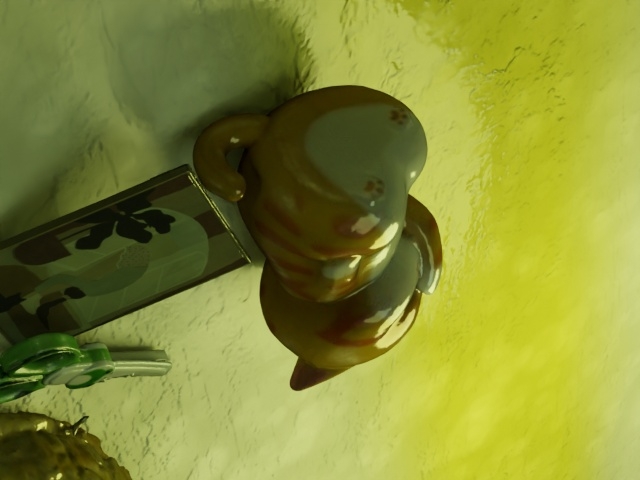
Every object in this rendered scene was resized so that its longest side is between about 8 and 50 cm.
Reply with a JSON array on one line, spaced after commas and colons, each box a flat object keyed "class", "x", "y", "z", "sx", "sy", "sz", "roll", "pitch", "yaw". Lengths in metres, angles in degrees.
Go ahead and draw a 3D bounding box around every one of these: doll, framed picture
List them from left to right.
[{"class": "framed picture", "x": -0.167, "y": 0.019, "z": 1.345, "sx": 0.201, "sy": 0.010, "sz": 0.136, "roll": -22, "pitch": 143, "yaw": 6}, {"class": "doll", "x": 0.014, "y": -0.004, "z": 1.460, "sx": 0.269, "sy": 0.162, "sz": 0.166, "roll": 75, "pitch": 34, "yaw": -44}]

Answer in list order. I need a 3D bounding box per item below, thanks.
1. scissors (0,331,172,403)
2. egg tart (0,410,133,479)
[{"class": "scissors", "x": -0.193, "y": 0.102, "z": 1.435, "sx": 0.101, "sy": 0.027, "sz": 0.204, "roll": -34, "pitch": 161, "yaw": 32}, {"class": "egg tart", "x": -0.242, "y": 0.302, "z": 1.413, "sx": 0.351, "sy": 0.153, "sz": 0.339, "roll": 35, "pitch": 71, "yaw": -48}]
